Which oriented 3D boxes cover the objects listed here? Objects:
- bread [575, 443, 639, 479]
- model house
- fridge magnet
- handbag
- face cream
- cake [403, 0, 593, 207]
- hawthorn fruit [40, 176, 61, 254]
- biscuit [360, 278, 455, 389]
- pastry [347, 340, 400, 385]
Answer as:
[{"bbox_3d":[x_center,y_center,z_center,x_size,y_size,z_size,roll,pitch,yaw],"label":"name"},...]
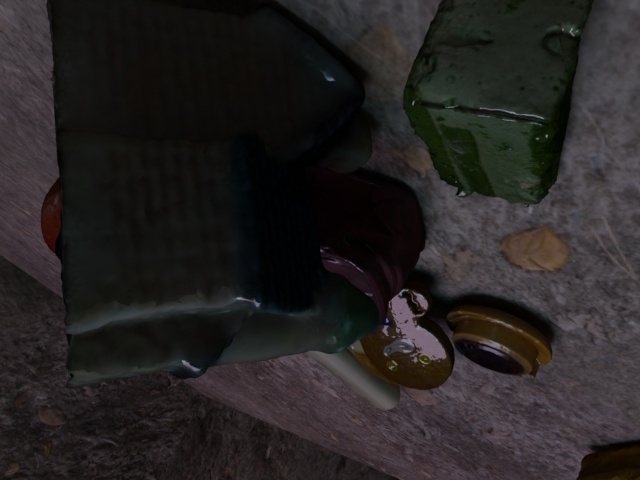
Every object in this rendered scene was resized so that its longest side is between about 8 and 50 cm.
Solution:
[{"bbox_3d":[0.550,0.384,0.901,0.185,0.109,0.380,27,155,5],"label":"bread"},{"bbox_3d":[-0.089,-0.036,0.523,0.284,0.298,0.243,-4,168,-20],"label":"model house"},{"bbox_3d":[0.232,0.132,0.790,0.143,0.063,0.143,24,159,10],"label":"fridge magnet"},{"bbox_3d":[0.000,0.000,0.689,0.225,0.135,0.146,17,151,27],"label":"handbag"},{"bbox_3d":[0.002,0.171,1.070,0.348,0.081,0.173,44,179,-31],"label":"face cream"},{"bbox_3d":[0.140,-0.098,0.463,0.100,0.099,0.235,17,175,22],"label":"cake"},{"bbox_3d":[-0.360,-0.039,0.967,0.173,0.173,0.173,24,156,11],"label":"hawthorn fruit"},{"bbox_3d":[0.093,0.115,0.836,0.180,0.039,0.236,-29,103,45],"label":"biscuit"},{"bbox_3d":[0.111,0.171,0.976,0.165,0.088,0.166,25,154,13],"label":"pastry"}]
